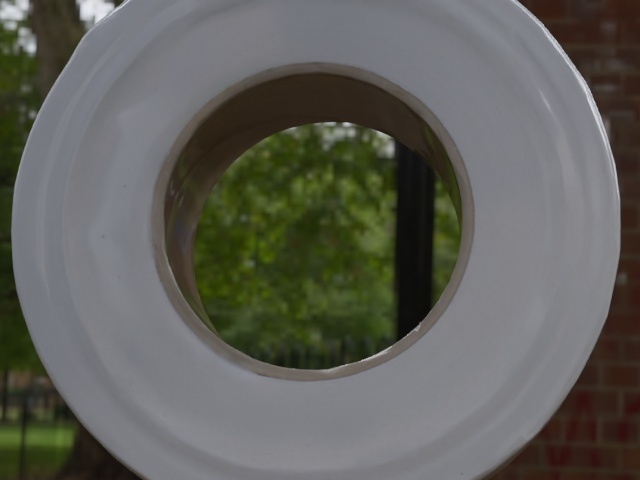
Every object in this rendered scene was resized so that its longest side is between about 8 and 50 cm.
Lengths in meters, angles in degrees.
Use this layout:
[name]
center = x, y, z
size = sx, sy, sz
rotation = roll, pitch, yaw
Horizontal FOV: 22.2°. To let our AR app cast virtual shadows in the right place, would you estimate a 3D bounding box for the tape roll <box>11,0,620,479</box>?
[tape roll]
center = 0.000, 0.000, 0.790
size = 0.286, 0.286, 0.100
rotation = 2, -10, 5
